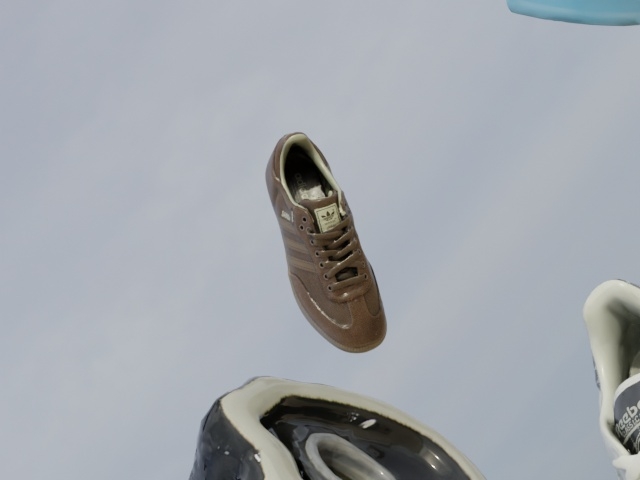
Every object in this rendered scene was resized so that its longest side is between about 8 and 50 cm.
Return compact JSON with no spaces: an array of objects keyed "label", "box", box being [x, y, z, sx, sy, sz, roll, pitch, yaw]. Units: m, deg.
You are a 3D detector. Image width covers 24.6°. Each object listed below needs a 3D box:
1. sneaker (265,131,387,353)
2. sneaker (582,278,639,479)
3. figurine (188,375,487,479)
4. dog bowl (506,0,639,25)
[{"label":"sneaker","box":[0.000,0.000,1.178,0.066,0.188,0.071,-21,-21,-11]},{"label":"sneaker","box":[0.166,0.120,0.626,0.090,0.235,0.095,-33,-50,17]},{"label":"figurine","box":[-0.004,0.180,0.364,0.092,0.215,0.209,15,-66,-37]},{"label":"dog bowl","box":[0.066,-0.196,0.811,0.166,0.297,0.074,-64,-14,-61]}]
